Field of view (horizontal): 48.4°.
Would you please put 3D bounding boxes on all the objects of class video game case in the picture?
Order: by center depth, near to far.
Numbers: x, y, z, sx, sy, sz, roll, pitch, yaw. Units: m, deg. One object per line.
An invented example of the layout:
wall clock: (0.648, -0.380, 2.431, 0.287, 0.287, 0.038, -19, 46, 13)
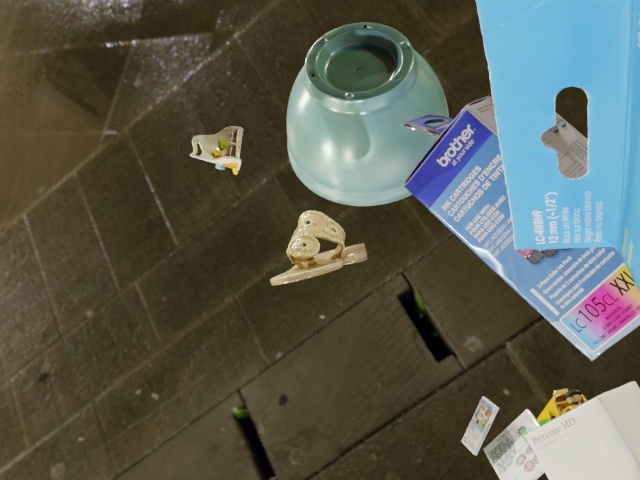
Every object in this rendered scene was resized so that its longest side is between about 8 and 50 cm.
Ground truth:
video game case: (0.445, 0.472, 1.585, 0.143, 0.019, 0.157, -47, 23, 11)
video game case: (0.375, 0.434, 1.676, 0.011, 0.087, 0.122, 25, 90, -8)

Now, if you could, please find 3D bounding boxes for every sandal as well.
sandal: (-0.006, 0.001, 0.899, 0.088, 0.240, 0.079, -13, 90, 22)

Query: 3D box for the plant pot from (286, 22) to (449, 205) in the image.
plant pot: (0.072, -0.231, 1.187, 0.293, 0.196, 0.293, -4, 58, 7)

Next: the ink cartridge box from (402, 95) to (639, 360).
ink cartridge box: (0.297, -0.065, 0.981, 0.395, 0.270, 0.151, 46, 123, 10)

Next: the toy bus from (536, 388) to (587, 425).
toy bus: (0.599, 0.412, 1.721, 0.202, 0.191, 0.104, -34, 48, 20)

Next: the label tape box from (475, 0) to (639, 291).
label tape box: (0.258, -0.014, 0.343, 0.347, 0.249, 0.115, 1, 57, 21)

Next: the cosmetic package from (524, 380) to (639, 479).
cosmetic package: (0.568, 0.469, 1.298, 0.197, 0.155, 0.366, -48, 61, 39)

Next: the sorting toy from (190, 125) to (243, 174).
sorting toy: (-0.157, -0.135, 1.073, 0.075, 0.045, 0.083, 8, 42, -10)
